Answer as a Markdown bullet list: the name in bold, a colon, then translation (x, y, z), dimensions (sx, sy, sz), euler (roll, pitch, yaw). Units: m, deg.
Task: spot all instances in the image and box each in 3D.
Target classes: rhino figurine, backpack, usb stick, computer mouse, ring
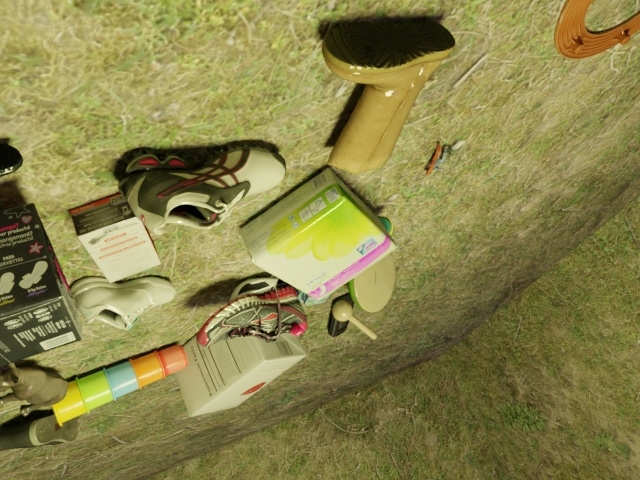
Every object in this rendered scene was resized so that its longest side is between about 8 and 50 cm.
- **rhino figurine**: translation (-0.610, 0.296, 1.153), dimensions (0.106, 0.073, 0.243), euler (-23, 155, -4)
- **backpack**: translation (-0.021, 0.118, 1.429), dimensions (0.105, 0.084, 0.114), euler (-8, 153, -33)
- **usb stick**: translation (0.066, 0.247, 1.831), dimensions (0.077, 0.045, 0.278), euler (-29, 157, -17)
- **computer mouse**: translation (-0.137, 0.104, 1.328), dimensions (0.193, 0.042, 0.106), euler (-18, 161, -35)
- **ring**: translation (0.575, -0.454, 1.005), dimensions (0.337, 0.032, 0.336), euler (-23, 155, -11)

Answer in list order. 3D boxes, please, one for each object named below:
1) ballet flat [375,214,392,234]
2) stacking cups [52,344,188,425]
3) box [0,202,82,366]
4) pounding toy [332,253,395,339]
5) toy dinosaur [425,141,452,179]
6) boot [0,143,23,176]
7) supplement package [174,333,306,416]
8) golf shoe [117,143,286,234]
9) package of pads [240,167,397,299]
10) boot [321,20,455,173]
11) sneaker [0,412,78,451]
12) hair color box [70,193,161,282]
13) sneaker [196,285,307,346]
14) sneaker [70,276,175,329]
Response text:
- **ballet flat**: translation (0.068, 0.007, 1.337), dimensions (0.231, 0.077, 0.077), euler (-31, 178, 12)
- **stacking cups**: translation (-0.477, 0.340, 1.355), dimensions (0.316, 0.096, 0.096), euler (-17, 154, -24)
- **box**: translation (-0.437, 0.074, 0.774), dimensions (0.163, 0.142, 0.247), euler (-19, 165, -23)
- **pounding toy**: translation (0.096, 0.119, 1.490), dimensions (0.110, 0.236, 0.183), euler (3, 154, 41)
- **toy dinosaur**: translation (0.250, -0.174, 1.224), dimensions (0.090, 0.047, 0.082), euler (35, 129, -27)
- **boot**: translation (-0.415, -0.065, 0.679), dimensions (0.121, 0.045, 0.099), euler (-15, 153, -20)
- **supplement package**: translation (-0.219, 0.305, 1.470), dimensions (0.293, 0.175, 0.177), euler (-40, 155, 25)
- **golf shoe**: translation (-0.160, -0.072, 0.856), dimensions (0.273, 0.120, 0.105), euler (-13, 150, -35)
- **package of pads**: translation (0.000, 0.000, 1.165), dimensions (0.229, 0.101, 0.296), euler (-34, 147, 12)
- **boot**: translation (0.069, -0.204, 0.882), dimensions (0.236, 0.089, 0.269), euler (-14, 153, -30)
- **sneaker**: translation (-0.715, 0.482, 1.428), dimensions (0.118, 0.083, 0.222), euler (-10, 163, 3)
- **hair color box**: translation (-0.322, -0.002, 0.898), dimensions (0.093, 0.053, 0.167), euler (-21, 157, -14)
- **sneaker**: translation (-0.145, 0.187, 1.287), dimensions (0.299, 0.112, 0.121), euler (-12, 157, -45)
- **sneaker**: translation (-0.358, 0.124, 1.057), dimensions (0.080, 0.094, 0.212), euler (-44, 152, 28)
